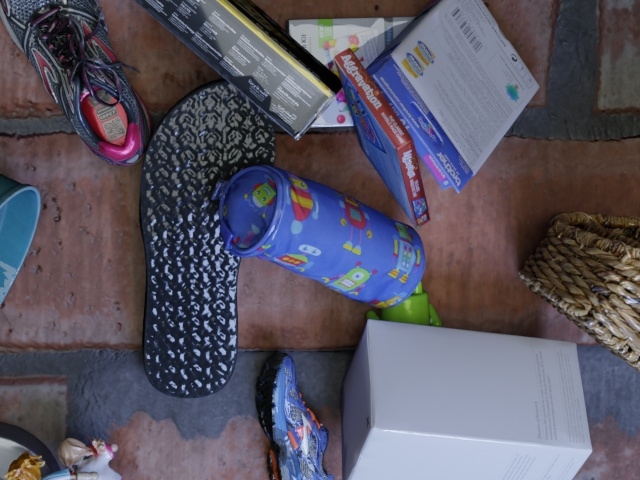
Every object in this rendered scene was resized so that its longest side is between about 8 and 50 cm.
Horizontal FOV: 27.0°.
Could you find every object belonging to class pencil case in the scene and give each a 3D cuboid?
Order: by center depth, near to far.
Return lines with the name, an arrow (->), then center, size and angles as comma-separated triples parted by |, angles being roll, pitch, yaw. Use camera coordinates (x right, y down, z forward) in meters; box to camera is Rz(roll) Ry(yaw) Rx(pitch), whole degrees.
pencil case -> 0.000, 0.000, 1.716 | 0.133, 0.119, 0.306 | -41, 140, 25

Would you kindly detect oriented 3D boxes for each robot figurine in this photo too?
robot figurine -> 0.117, 0.107, 1.839 | 0.101, 0.067, 0.115 | -7, 100, -20

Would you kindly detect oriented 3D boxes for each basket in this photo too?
basket -> 0.410, 0.028, 1.755 | 0.213, 0.299, 0.223 | 38, 94, -10

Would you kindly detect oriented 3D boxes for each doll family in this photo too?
doll family -> -0.362, 0.359, 1.705 | 0.263, 0.118, 0.163 | -38, 102, -1

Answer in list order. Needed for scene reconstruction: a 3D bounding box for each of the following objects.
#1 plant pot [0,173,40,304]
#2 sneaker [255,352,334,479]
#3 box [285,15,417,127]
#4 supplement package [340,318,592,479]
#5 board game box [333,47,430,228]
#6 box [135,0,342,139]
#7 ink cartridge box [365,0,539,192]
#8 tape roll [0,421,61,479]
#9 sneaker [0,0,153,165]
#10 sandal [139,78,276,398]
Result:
plant pot -> -0.526, -0.004, 1.638 | 0.255, 0.271, 0.272 | 28, 94, 2
sneaker -> -0.034, 0.257, 1.843 | 0.087, 0.083, 0.221 | -13, 106, -20
box -> 0.049, -0.227, 1.794 | 0.186, 0.038, 0.145 | -2, 99, -7
supplement package -> 0.186, 0.235, 1.782 | 0.293, 0.175, 0.177 | 7, 141, -10
board game box -> 0.081, -0.121, 1.674 | 0.027, 0.281, 0.145 | -33, 70, -3
box -> -0.117, -0.263, 1.630 | 0.322, 0.257, 0.079 | 41, 98, -3
ink cartridge box -> 0.164, -0.195, 1.702 | 0.065, 0.311, 0.186 | -27, 105, 38
tape roll -> -0.453, 0.356, 1.789 | 0.219, 0.072, 0.219 | -1, 99, -8
sneaker -> -0.306, -0.232, 1.699 | 0.121, 0.112, 0.299 | -34, 97, -1
sandal -> -0.167, -0.008, 1.774 | 0.167, 0.107, 0.446 | 8, 110, -11
